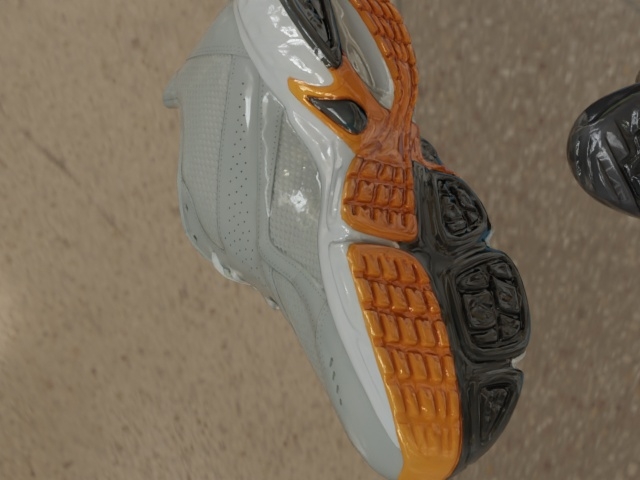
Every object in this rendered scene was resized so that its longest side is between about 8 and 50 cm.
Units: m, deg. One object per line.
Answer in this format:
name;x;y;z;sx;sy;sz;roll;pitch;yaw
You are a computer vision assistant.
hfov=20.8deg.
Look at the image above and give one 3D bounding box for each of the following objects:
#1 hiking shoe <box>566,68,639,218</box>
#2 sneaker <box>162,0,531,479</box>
hiking shoe;0.203;-0.061;0.948;0.227;0.114;0.086;-14;105;-35
sneaker;0.000;0.000;0.746;0.099;0.121;0.262;16;45;-37
